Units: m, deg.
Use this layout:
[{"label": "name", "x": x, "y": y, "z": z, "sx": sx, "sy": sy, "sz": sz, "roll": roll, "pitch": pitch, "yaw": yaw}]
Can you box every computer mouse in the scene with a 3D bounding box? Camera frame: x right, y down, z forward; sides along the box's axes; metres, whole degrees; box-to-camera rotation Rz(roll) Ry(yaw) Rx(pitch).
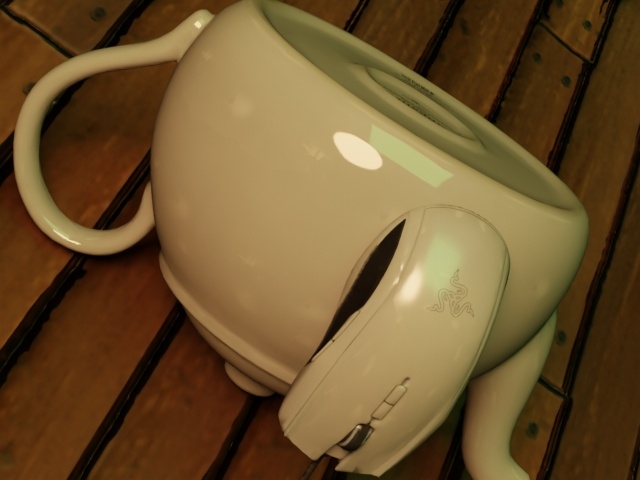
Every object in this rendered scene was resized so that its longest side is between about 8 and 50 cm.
[{"label": "computer mouse", "x": 0.019, "y": 0.072, "z": 0.544, "sx": 0.106, "sy": 0.193, "sz": 0.042, "roll": 25, "pitch": 17, "yaw": -15}]

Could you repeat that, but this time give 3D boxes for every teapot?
[{"label": "teapot", "x": 0.000, "y": 0.000, "z": 0.666, "sx": 0.252, "sy": 0.187, "sz": 0.256, "roll": 15, "pitch": 24, "yaw": -48}]
